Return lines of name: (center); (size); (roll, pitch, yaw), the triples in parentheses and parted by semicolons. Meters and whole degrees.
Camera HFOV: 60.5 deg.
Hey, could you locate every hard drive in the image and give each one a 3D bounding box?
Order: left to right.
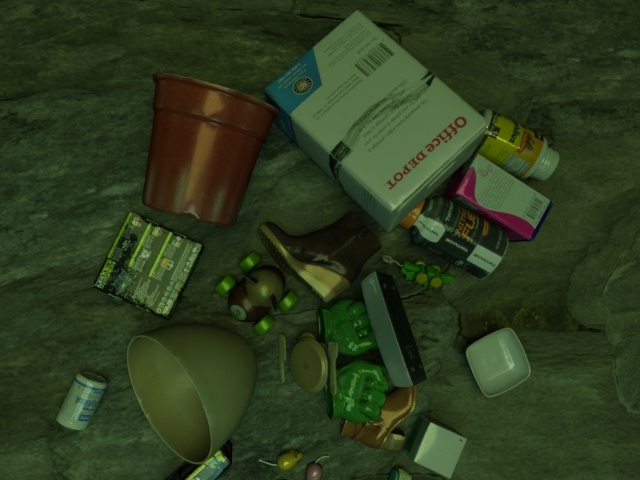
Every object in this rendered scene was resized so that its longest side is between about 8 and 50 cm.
hard drive: (0.165, 0.201, 1.237); (0.054, 0.172, 0.255); (-22, 75, 18)

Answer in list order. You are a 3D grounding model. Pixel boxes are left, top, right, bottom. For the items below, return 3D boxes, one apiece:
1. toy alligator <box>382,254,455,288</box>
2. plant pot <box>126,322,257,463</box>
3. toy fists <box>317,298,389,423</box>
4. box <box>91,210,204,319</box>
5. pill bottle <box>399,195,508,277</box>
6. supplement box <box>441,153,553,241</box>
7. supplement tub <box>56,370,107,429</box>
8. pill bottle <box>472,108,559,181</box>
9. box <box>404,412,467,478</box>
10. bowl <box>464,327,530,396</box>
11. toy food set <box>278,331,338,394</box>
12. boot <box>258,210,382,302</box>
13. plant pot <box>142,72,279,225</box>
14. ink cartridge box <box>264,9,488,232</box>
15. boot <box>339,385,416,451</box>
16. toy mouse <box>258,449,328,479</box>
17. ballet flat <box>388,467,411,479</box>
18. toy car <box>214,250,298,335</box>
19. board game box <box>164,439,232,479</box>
toy alligator: (0.230, 0.082, 1.322); (0.189, 0.056, 0.051); (16, 125, -7)
plant pot: (-0.245, 0.289, 1.154); (0.191, 0.284, 0.284); (-25, 91, -43)
toy fists: (0.080, 0.268, 1.245); (0.142, 0.096, 0.279); (-2, 70, -14)
box: (-0.385, 0.057, 1.235); (0.184, 0.045, 0.191); (24, 85, -4)
pill bottle: (0.305, -0.021, 1.296); (0.245, 0.130, 0.131); (27, 84, -6)
supplement box: (0.422, -0.098, 1.326); (0.220, 0.114, 0.111); (32, 84, -7)
supplement tub: (-0.515, 0.345, 1.187); (0.071, 0.071, 0.107); (24, 84, -6)
pill bottle: (0.464, -0.225, 1.335); (0.214, 0.117, 0.117); (25, 84, -7)
box: (0.268, 0.480, 1.286); (0.101, 0.087, 0.101); (26, 84, -6)
bowl: (0.425, 0.293, 1.336); (0.141, 0.053, 0.142); (-24, 90, -9)
toy food set: (-0.020, 0.274, 1.229); (0.038, 0.192, 0.133); (0, 89, -44)
boot: (0.000, 0.000, 1.289); (0.248, 0.090, 0.207); (45, 70, -3)
plant pot: (-0.251, -0.181, 1.169); (0.272, 0.272, 0.265); (15, 93, -7)
ink cartridge box: (0.117, -0.259, 1.213); (0.285, 0.166, 0.395); (-42, 76, -8)
boot: (0.137, 0.385, 1.283); (0.152, 0.073, 0.197); (16, 80, -1)
toy mouse: (-0.048, 0.556, 1.264); (0.160, 0.031, 0.143); (-14, 89, -9)
ballet flat: (0.167, 0.619, 1.282); (0.052, 0.057, 0.168); (28, 84, -16)
toy car: (-0.136, 0.117, 1.194); (0.149, 0.188, 0.155); (-44, 94, -8)
board game box: (-0.268, 0.502, 1.179); (0.170, 0.141, 0.048); (-40, 92, -8)
